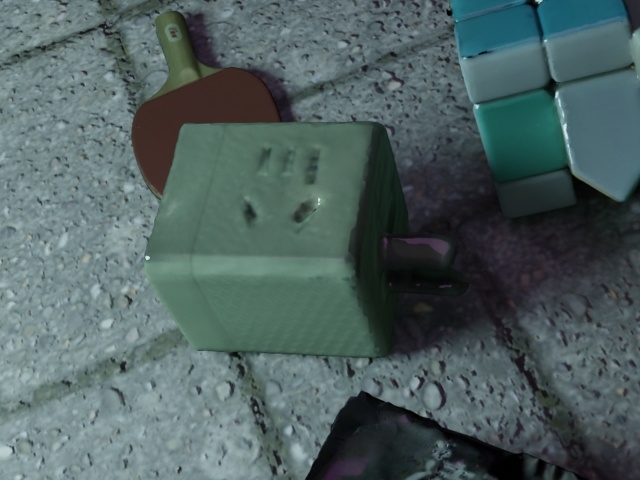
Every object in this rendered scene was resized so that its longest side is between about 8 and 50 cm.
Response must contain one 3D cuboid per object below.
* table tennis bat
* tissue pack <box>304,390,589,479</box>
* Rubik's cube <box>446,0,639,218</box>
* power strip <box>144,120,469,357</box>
[{"bbox_3d":[-0.115,-0.128,1.013,0.138,0.022,0.246,-20,55,-1],"label":"table tennis bat"},{"bbox_3d":[0.055,0.272,0.617,0.245,0.123,0.332,20,59,20],"label":"tissue pack"},{"bbox_3d":[0.214,-0.151,0.818,0.213,0.224,0.265,-12,49,12],"label":"Rubik's cube"},{"bbox_3d":[0.000,0.000,0.817,0.225,0.139,0.140,0,56,15],"label":"power strip"}]
